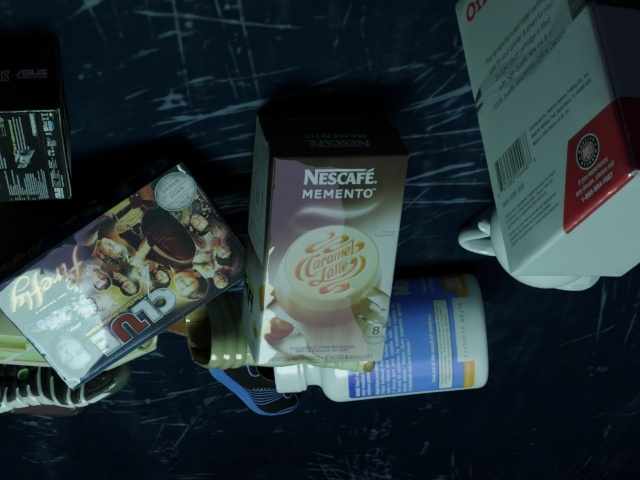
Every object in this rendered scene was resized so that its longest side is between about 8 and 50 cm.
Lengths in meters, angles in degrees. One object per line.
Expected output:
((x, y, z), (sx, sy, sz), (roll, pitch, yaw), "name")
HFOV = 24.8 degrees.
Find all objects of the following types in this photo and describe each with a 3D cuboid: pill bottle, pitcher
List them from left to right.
((0.073, 0.128, 1.883), (0.272, 0.152, 0.152), (-5, 156, -1), "pill bottle")
((0.238, -0.005, 1.684), (0.178, 0.125, 0.207), (5, 170, 14), "pitcher")

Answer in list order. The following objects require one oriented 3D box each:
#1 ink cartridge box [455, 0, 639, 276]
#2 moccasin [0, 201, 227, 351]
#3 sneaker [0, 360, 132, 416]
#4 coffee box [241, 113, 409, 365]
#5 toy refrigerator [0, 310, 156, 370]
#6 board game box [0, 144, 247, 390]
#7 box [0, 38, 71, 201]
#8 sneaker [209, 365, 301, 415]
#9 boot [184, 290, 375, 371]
((0.220, -0.131, 1.193), (0.114, 0.273, 0.197), (0, 156, -23), "ink cartridge box")
((-0.252, 0.063, 1.667), (0.139, 0.147, 0.380), (-22, 152, 32), "moccasin")
((-0.336, 0.188, 2.011), (0.281, 0.106, 0.162), (-10, 164, 32), "sneaker")
((0.000, 0.000, 1.498), (0.141, 0.098, 0.246), (-2, 120, -12), "coffee box")
((-0.333, 0.101, 1.758), (0.102, 0.094, 0.269), (-25, 157, 36), "toy refrigerator")
((-0.209, 0.032, 1.539), (0.243, 0.042, 0.165), (-34, 125, 1), "board game box")
((-0.311, -0.108, 1.357), (0.147, 0.077, 0.180), (-3, 156, -6), "box")
((-0.070, 0.194, 2.082), (0.090, 0.081, 0.232), (-9, 156, 25), "sneaker")
((-0.058, 0.085, 1.700), (0.203, 0.095, 0.262), (-1, -160, -13), "boot")
